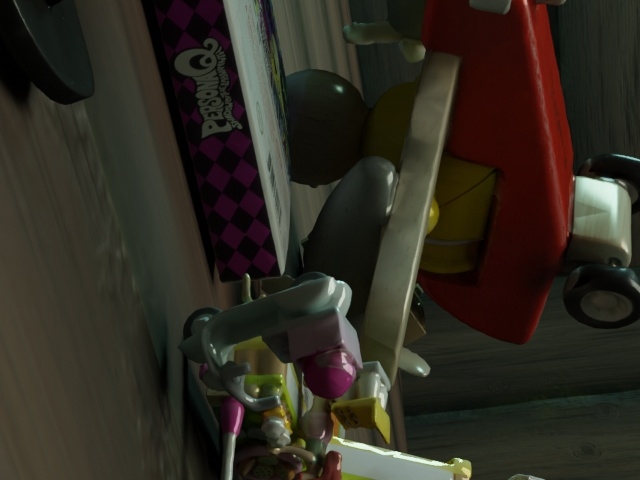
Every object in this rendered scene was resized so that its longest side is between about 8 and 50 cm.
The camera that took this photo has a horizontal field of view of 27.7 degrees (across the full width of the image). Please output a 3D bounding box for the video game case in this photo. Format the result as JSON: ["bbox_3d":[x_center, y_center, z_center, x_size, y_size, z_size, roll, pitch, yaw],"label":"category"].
[{"bbox_3d":[-0.054,-0.129,0.713,0.210,0.042,0.232,-91,172,-55],"label":"video game case"}]

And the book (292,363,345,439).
[{"bbox_3d":[-0.009,0.129,0.923,0.144,0.035,0.096,77,11,-48],"label":"book"}]

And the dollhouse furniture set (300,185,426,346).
[{"bbox_3d":[0.000,0.000,1.080,0.161,0.101,0.182,55,15,-19],"label":"dollhouse furniture set"}]

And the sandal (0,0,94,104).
[{"bbox_3d":[-0.083,-0.130,0.379,0.067,0.040,0.179,-61,143,-82],"label":"sandal"}]

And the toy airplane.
[{"bbox_3d":[0.074,-0.102,0.909,0.386,0.272,0.384,-5,92,-69],"label":"toy airplane"}]

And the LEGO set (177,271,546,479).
[{"bbox_3d":[0.017,0.133,0.626,0.287,0.132,0.107,46,37,-44],"label":"LEGO set"}]
